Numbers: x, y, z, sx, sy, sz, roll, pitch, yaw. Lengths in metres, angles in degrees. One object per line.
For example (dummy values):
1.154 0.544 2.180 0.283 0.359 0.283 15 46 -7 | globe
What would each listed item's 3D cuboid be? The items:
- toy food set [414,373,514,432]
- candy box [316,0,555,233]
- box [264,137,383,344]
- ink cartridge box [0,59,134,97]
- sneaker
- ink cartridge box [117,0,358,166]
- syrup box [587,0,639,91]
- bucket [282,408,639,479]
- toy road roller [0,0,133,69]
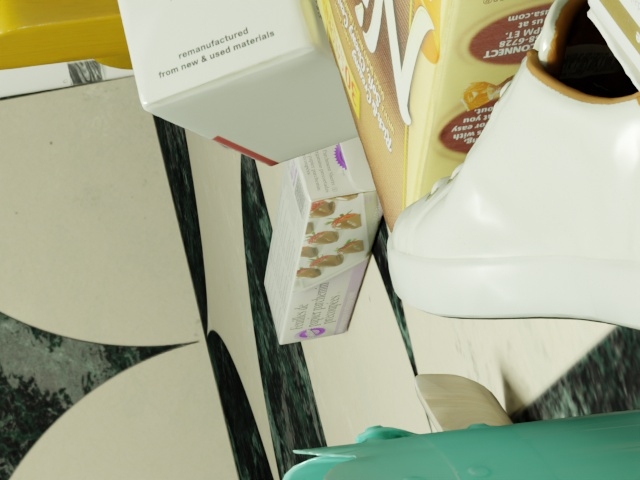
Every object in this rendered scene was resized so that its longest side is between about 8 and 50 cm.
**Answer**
0.106 0.257 0.925 0.220 0.092 0.306 -121 21 -62 | toy food set
0.064 -0.149 0.707 0.316 0.088 0.183 96 161 -58 | candy box
0.000 0.000 1.299 0.324 0.063 0.067 103 155 -66 | box
-0.269 -0.295 1.515 0.285 0.395 0.166 90 167 -48 | ink cartridge box
0.104 -0.032 0.614 0.290 0.106 0.123 176 85 -68 | sneaker
-0.049 -0.203 0.994 0.197 0.114 0.272 21 -126 -68 | ink cartridge box
0.127 -0.133 0.362 0.096 0.093 0.237 -114 16 -48 | syrup box
0.105 0.193 0.606 0.281 0.183 0.281 169 90 -80 | bucket
-0.164 -0.222 1.210 0.240 0.330 0.202 -34 70 58 | toy road roller
